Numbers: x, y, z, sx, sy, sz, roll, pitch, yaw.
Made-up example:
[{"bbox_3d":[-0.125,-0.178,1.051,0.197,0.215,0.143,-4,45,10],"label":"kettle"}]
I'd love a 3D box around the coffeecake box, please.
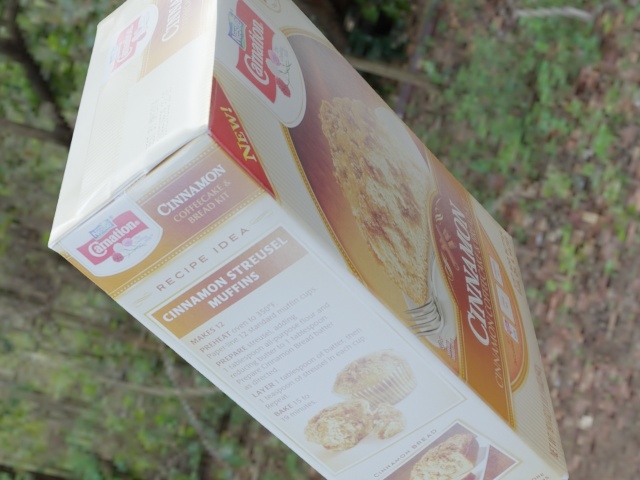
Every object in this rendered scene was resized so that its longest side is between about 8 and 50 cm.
[{"bbox_3d":[0.000,0.000,0.492,0.068,0.185,0.142,-34,31,21],"label":"coffeecake box"}]
